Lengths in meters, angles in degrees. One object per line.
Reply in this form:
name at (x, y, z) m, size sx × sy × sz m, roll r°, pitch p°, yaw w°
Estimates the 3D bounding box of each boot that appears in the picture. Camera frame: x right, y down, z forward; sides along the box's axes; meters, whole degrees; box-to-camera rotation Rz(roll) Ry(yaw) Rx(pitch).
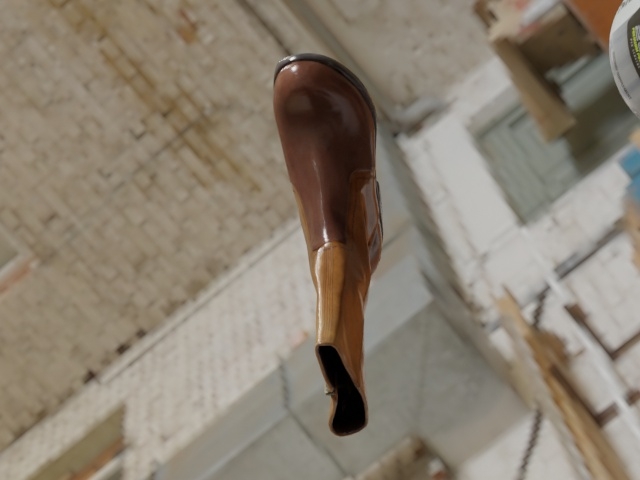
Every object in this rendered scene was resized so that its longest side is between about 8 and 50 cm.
boot at (0.000, 0.000, 1.512) m, size 0.280 × 0.096 × 0.264 m, roll -84°, pitch -10°, yaw -45°

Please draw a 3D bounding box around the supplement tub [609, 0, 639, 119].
supplement tub at (0.434, -0.229, 1.596) m, size 0.207 × 0.207 × 0.338 m, roll 52°, pitch 164°, yaw 4°
